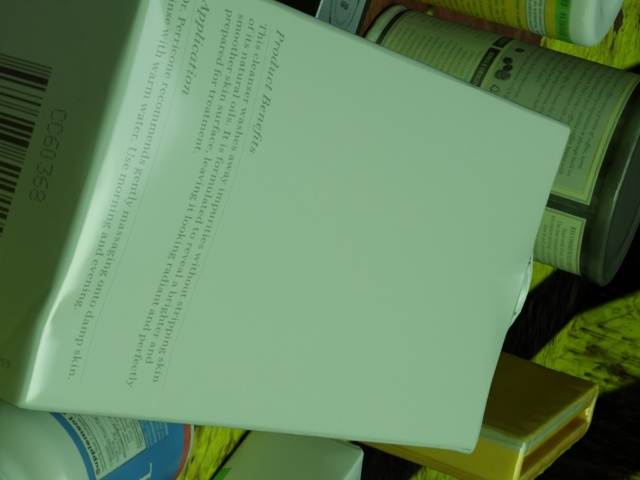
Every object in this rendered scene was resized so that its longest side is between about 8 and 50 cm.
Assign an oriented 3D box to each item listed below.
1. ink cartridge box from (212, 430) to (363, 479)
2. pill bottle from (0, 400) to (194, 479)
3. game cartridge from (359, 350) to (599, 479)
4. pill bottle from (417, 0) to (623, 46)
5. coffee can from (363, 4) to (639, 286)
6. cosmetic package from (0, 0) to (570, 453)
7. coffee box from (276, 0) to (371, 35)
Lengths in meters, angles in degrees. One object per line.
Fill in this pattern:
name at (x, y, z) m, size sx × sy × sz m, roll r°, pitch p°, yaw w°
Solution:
ink cartridge box at (-0.055, 0.339, 1.573) m, size 0.198 × 0.115 × 0.273 m, roll -50°, pitch 152°, yaw -48°
pill bottle at (-0.179, 0.141, 1.004) m, size 0.221 × 0.124 × 0.124 m, roll -30°, pitch 135°, yaw -63°
game cartridge at (0.037, 0.104, 1.274) m, size 0.285 × 0.323 × 0.053 m, roll -8°, pitch 113°, yaw -69°
pill bottle at (0.123, -0.250, 1.299) m, size 0.136 × 0.245 × 0.136 m, roll 18°, pitch 90°, yaw -72°
coffee can at (0.173, -0.094, 1.550) m, size 0.201 × 0.275 × 0.201 m, roll -56°, pitch 157°, yaw -39°
cosmetic package at (-0.041, -0.015, 0.874) m, size 0.385 × 0.156 × 0.217 m, roll 17°, pitch 91°, yaw -54°
coffee box at (-0.058, -0.128, 1.063) m, size 0.246 × 0.141 × 0.098 m, roll -70°, pitch 161°, yaw -2°
